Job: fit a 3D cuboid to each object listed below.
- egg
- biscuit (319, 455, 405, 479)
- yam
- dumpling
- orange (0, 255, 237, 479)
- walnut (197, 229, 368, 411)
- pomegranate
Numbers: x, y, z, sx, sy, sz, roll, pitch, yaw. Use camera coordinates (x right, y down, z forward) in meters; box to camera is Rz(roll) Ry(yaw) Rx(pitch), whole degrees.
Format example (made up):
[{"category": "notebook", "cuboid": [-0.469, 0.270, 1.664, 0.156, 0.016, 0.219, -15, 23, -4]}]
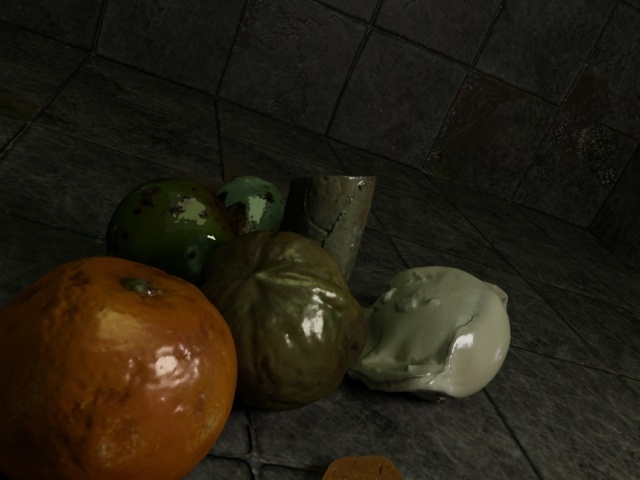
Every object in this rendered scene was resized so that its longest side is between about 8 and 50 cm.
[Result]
[{"category": "egg", "cuboid": [-0.147, -0.036, 1.256, 0.169, 0.169, 0.231, 15, 34, -21]}, {"category": "biscuit", "cuboid": [0.053, 0.336, 0.751, 0.141, 0.029, 0.220, 28, 20, 14]}, {"category": "yam", "cuboid": [0.000, 0.000, 1.164, 0.167, 0.305, 0.168, 11, 19, -4]}, {"category": "dumpling", "cuboid": [0.176, 0.174, 1.121, 0.315, 0.233, 0.395, -1, 21, 32]}, {"category": "orange", "cuboid": [-0.219, 0.144, 0.647, 0.261, 0.261, 0.261, 20, 21, -8]}, {"category": "walnut", "cuboid": [-0.064, 0.120, 0.849, 0.282, 0.283, 0.228, 15, 51, -21]}, {"category": "pomegranate", "cuboid": [-0.251, 0.017, 0.924, 0.231, 0.231, 0.285, 37, 24, 31]}]
